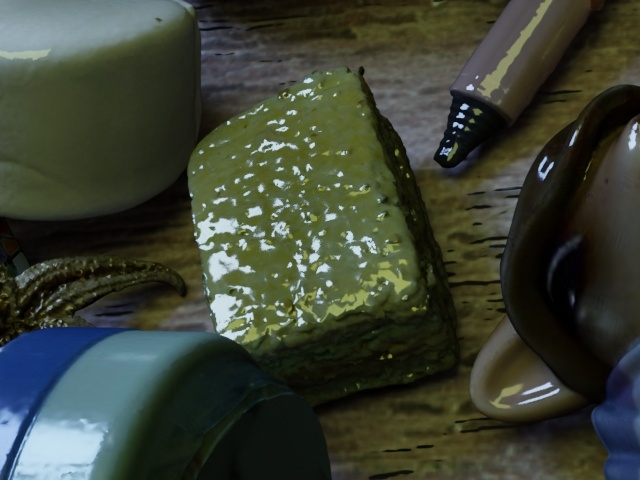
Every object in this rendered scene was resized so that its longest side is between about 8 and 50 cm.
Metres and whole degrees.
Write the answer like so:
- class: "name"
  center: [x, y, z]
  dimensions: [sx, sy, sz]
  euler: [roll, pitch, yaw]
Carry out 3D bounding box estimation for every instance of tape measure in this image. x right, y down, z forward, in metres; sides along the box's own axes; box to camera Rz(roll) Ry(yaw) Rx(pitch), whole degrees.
- class: "tape measure"
  center: [-0.097, 0.176, 0.648]
  dimensions: [0.138, 0.259, 0.262]
  euler: [8, 58, 23]

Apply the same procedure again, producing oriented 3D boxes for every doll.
- class: "doll"
  center: [0.223, 0.064, 0.624]
  dimensions: [0.318, 0.209, 0.339]
  euler: [-32, 52, -5]

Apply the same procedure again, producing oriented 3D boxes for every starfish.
- class: "starfish"
  center: [-0.194, 0.053, 0.825]
  dimensions: [0.238, 0.057, 0.213]
  euler: [46, 57, 1]

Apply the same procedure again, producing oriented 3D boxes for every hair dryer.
- class: "hair dryer"
  center: [0.189, -0.180, 0.869]
  dimensions: [0.189, 0.107, 0.344]
  euler: [30, 82, 33]

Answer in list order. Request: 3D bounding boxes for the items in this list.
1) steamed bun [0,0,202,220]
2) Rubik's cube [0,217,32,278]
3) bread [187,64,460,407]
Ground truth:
- class: "steamed bun"
  center: [-0.212, -0.111, 0.897]
  dimensions: [0.242, 0.146, 0.164]
  euler: [23, 39, 29]
- class: "Rubik's cube"
  center: [-0.251, 0.026, 0.887]
  dimensions: [0.111, 0.111, 0.093]
  euler: [3, 86, 22]
- class: "bread"
  center: [0.000, 0.000, 0.809]
  dimensions: [0.138, 0.102, 0.196]
  euler: [-19, 52, 5]
